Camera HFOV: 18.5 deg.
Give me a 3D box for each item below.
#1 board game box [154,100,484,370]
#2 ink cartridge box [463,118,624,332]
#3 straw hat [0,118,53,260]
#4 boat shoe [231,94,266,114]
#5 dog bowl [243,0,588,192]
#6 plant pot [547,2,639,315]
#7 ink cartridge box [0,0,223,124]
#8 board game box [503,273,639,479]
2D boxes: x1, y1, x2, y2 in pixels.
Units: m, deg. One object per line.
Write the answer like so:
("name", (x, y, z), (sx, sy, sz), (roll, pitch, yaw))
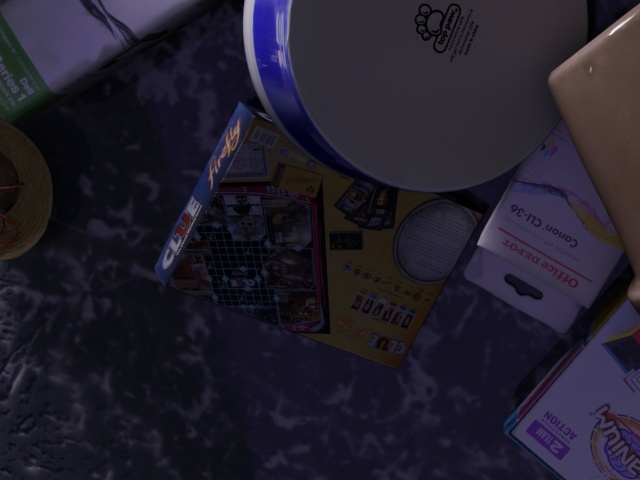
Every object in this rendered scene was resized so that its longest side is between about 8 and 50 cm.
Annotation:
("board game box", (0.000, 0.000, 1.683), (0.243, 0.042, 0.165), (22, 103, -29))
("ink cartridge box", (0.214, -0.022, 1.697), (0.115, 0.067, 0.198), (30, 102, 4))
("straw hat", (-0.298, -0.059, 1.779), (0.144, 0.061, 0.144), (5, 116, 11))
("boat shoe", (0.035, -0.166, 1.702), (0.258, 0.109, 0.089), (-27, 88, -5))
("dog bowl", (0.078, -0.172, 1.576), (0.265, 0.104, 0.265), (-3, 99, -20))
("plant pot", (0.301, -0.082, 1.507), (0.263, 0.263, 0.229), (-38, 89, 12))
("ink cartridge box", (-0.184, -0.200, 1.689), (0.219, 0.160, 0.092), (-31, 93, 13))
("board game box", (0.348, 0.120, 1.675), (0.242, 0.064, 0.316), (41, 94, 2))
